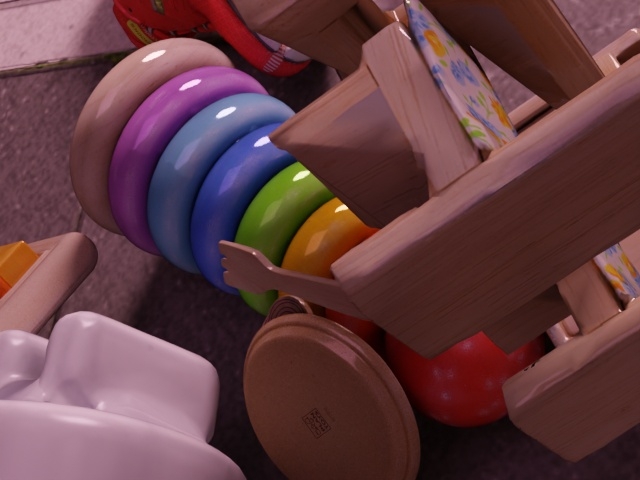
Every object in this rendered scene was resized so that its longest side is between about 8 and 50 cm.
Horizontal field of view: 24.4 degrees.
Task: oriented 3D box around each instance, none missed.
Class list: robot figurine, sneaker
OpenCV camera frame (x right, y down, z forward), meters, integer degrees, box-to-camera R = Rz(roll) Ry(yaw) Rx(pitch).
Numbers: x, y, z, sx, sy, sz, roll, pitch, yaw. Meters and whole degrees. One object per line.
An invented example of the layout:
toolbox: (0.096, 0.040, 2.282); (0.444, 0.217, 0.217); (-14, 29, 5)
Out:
robot figurine: (-0.150, 0.222, 0.818); (0.300, 0.199, 0.353); (-17, 57, 47)
sneaker: (-0.090, -0.178, 1.070); (0.279, 0.107, 0.118); (48, 115, 42)

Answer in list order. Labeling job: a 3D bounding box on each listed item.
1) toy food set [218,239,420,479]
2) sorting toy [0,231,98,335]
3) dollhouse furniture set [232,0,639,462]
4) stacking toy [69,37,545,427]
toy food set: (0.006, 0.093, 0.836); (0.132, 0.192, 0.038); (16, 32, 35)
sorting toy: (-0.263, 0.067, 1.001); (0.208, 0.038, 0.193); (-5, 40, 52)
dollhouse furniture set: (0.136, -0.113, 0.677); (0.256, 0.394, 0.362); (-35, 52, 13)
stacking toy: (0.000, 0.000, 0.893); (0.330, 0.141, 0.141); (33, 86, 33)
